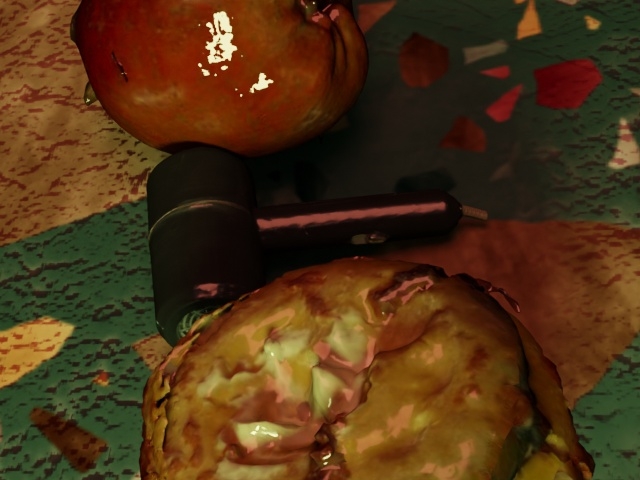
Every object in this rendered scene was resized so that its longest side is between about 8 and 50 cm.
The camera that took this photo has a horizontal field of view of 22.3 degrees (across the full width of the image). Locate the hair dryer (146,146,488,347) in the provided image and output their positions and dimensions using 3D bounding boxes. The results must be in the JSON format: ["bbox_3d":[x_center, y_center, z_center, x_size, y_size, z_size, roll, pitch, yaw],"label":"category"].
[{"bbox_3d":[0.000,0.000,1.033,0.219,0.071,0.124,-7,52,-6],"label":"hair dryer"}]

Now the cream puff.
[{"bbox_3d":[0.023,0.121,0.863,0.240,0.164,0.240,-15,39,12],"label":"cream puff"}]

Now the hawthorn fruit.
[{"bbox_3d":[-0.078,-0.133,1.082,0.202,0.185,0.185,-19,48,22],"label":"hawthorn fruit"}]
